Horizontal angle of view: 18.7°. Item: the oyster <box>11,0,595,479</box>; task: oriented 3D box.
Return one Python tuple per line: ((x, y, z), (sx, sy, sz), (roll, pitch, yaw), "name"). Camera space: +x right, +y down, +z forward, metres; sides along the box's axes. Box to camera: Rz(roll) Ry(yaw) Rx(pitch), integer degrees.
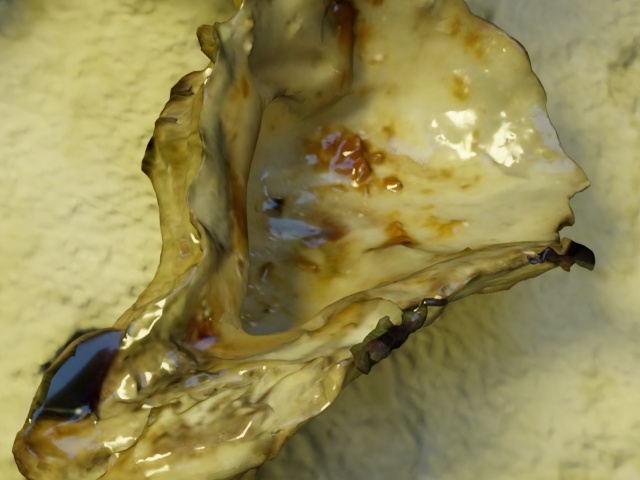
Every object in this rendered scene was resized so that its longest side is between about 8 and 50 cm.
((0.006, 0.006, 0.815), (0.197, 0.133, 0.337), (31, 44, -1), "oyster")
